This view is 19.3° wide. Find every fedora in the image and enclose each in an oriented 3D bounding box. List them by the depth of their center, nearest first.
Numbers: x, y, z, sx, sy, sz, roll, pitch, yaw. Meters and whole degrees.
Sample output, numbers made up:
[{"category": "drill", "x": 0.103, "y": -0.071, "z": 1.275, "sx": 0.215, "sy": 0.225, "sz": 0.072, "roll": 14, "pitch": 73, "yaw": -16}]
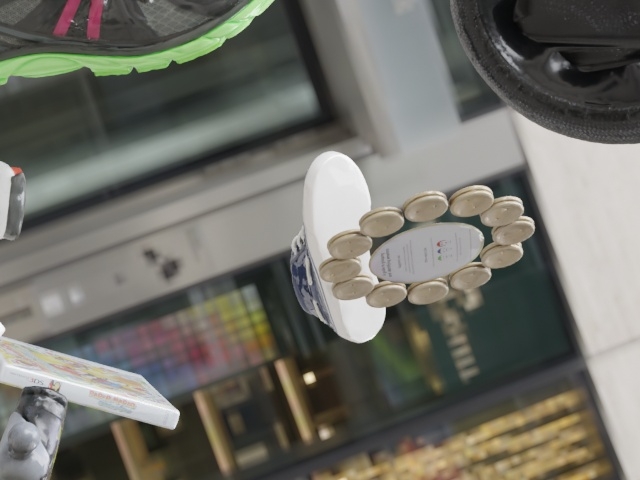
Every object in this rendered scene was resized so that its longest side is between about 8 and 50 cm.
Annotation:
[{"category": "fedora", "x": 0.308, "y": -0.259, "z": 1.948, "sx": 0.152, "sy": 0.334, "sz": 0.334, "roll": -30, "pitch": 102, "yaw": -58}]

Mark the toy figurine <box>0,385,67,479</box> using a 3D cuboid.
[{"category": "toy figurine", "x": -0.299, "y": 0.145, "z": 1.302, "sx": 0.213, "sy": 0.209, "sz": 0.148, "roll": 55, "pitch": 30, "yaw": -31}]

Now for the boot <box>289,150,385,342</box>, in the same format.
[{"category": "boot", "x": 0.000, "y": 0.000, "z": 1.688, "sx": 0.086, "sy": 0.069, "sz": 0.190, "roll": 26, "pitch": -46, "yaw": 47}]

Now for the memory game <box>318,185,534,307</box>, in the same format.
[{"category": "memory game", "x": 0.088, "y": 0.007, "z": 1.566, "sx": 0.186, "sy": 0.186, "sz": 0.012, "roll": 86, "pitch": -8, "yaw": -62}]

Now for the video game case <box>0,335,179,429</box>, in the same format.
[{"category": "video game case", "x": -0.282, "y": 0.158, "z": 2.161, "sx": 0.227, "sy": 0.206, "sz": 0.026, "roll": -157, "pitch": -96, "yaw": -72}]

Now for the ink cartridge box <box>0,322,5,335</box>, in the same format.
[{"category": "ink cartridge box", "x": -0.464, "y": 0.078, "z": 2.030, "sx": 0.092, "sy": 0.158, "sz": 0.218, "roll": 0, "pitch": -44, "yaw": 41}]

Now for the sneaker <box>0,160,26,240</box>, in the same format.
[{"category": "sneaker", "x": -0.440, "y": -0.069, "z": 2.221, "sx": 0.270, "sy": 0.145, "sz": 0.090, "roll": -138, "pitch": -122, "yaw": -61}]

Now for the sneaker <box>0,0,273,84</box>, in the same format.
[{"category": "sneaker", "x": -0.256, "y": -0.297, "z": 2.062, "sx": 0.185, "sy": 0.483, "sz": 0.202, "roll": -107, "pitch": -174, "yaw": -52}]
